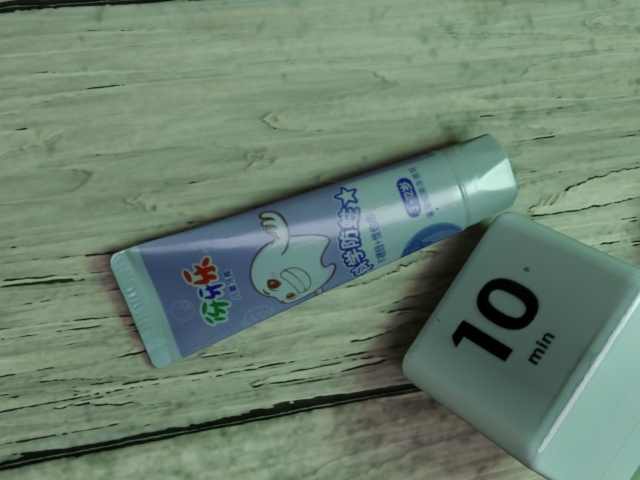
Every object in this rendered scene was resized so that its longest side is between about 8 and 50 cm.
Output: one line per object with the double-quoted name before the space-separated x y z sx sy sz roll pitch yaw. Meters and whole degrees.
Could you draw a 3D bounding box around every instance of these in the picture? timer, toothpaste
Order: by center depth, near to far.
"toothpaste" 0.000 0.000 0.982 0.371 0.080 0.125 -21 117 -8
"timer" 0.230 0.115 0.991 0.194 0.195 0.192 34 89 -39
